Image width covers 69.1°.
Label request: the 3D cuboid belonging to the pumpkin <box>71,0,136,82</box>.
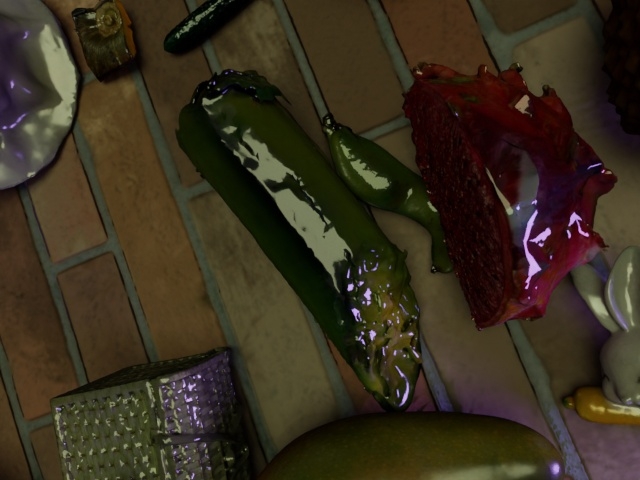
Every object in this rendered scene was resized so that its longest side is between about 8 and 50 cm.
[{"bbox_3d":[-0.264,-0.251,0.579,0.073,0.035,0.101,-18,87,20],"label":"pumpkin"}]

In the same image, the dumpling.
[{"bbox_3d":[-0.425,-0.190,0.543,0.205,0.163,0.293,28,80,15],"label":"dumpling"}]

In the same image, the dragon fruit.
[{"bbox_3d":[0.190,-0.061,0.414,0.161,0.126,0.274,-17,89,-11],"label":"dragon fruit"}]

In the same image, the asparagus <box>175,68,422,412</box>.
[{"bbox_3d":[0.000,0.000,0.476,0.128,0.108,0.382,-40,83,22],"label":"asparagus"}]

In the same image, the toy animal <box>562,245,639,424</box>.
[{"bbox_3d":[0.301,0.109,0.436,0.182,0.131,0.127,35,61,3],"label":"toy animal"}]

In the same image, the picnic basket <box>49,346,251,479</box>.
[{"bbox_3d":[-0.152,0.225,0.480,0.154,0.134,0.196,-13,84,13],"label":"picnic basket"}]

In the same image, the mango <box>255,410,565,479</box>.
[{"bbox_3d":[0.065,0.230,0.434,0.289,0.146,0.129,-12,44,5],"label":"mango"}]

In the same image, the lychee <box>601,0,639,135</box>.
[{"bbox_3d":[0.359,-0.196,0.339,0.276,0.276,0.304,41,111,10],"label":"lychee"}]

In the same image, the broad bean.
[{"bbox_3d":[0.076,-0.055,0.495,0.070,0.048,0.213,-44,83,5],"label":"broad bean"}]

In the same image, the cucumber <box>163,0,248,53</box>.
[{"bbox_3d":[-0.134,-0.267,0.554,0.133,0.032,0.032,-36,81,6],"label":"cucumber"}]
